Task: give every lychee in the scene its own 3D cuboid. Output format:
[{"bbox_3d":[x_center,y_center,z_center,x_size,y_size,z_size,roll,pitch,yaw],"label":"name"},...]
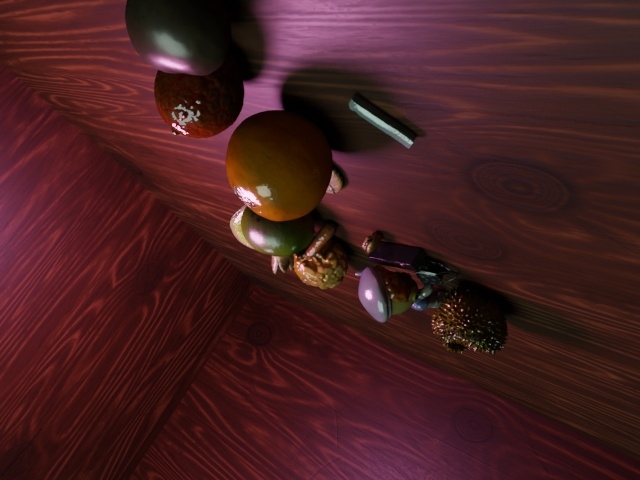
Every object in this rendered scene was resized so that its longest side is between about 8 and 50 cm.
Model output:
[{"bbox_3d":[-0.332,-0.394,1.352,0.300,0.255,0.255,-25,129,29],"label":"lychee"}]

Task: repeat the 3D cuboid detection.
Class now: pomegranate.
[{"bbox_3d":[-0.191,-0.020,2.037,0.310,0.216,0.358,17,120,35],"label":"pomegranate"}]

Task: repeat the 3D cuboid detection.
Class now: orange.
[{"bbox_3d":[-0.113,-0.210,1.398,0.312,0.312,0.312,30,163,10],"label":"orange"}]

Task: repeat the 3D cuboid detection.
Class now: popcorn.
[{"bbox_3d":[-0.004,0.111,2.231,0.265,0.225,0.332,25,162,23],"label":"popcorn"}]

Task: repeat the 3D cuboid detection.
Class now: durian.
[{"bbox_3d":[0.541,0.291,1.781,0.293,0.258,0.258,31,167,-30],"label":"durian"}]

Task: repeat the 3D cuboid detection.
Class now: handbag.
[{"bbox_3d":[0.422,0.115,1.775,0.139,0.072,0.115,1,148,37],"label":"handbag"}]

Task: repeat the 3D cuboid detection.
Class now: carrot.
[{"bbox_3d":[0.000,0.000,2.026,0.060,0.186,0.060,31,-155,-16],"label":"carrot"}]

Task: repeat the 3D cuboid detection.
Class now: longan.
[{"bbox_3d":[-0.315,-0.479,1.125,0.246,0.215,0.246,47,167,14],"label":"longan"}]

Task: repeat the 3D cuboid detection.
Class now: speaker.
[{"bbox_3d":[0.276,0.054,1.821,0.218,0.082,0.044,9,151,51],"label":"speaker"}]

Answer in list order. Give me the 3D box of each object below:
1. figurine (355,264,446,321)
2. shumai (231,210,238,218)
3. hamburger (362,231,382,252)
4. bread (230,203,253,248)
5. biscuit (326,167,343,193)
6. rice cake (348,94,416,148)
[{"bbox_3d":[0.318,0.221,1.889,0.382,0.204,0.224,15,-168,-20],"label":"figurine"},{"bbox_3d":[-0.311,-0.090,2.409,0.206,0.166,0.176,20,139,-32],"label":"shumai"},{"bbox_3d":[0.190,0.007,1.834,0.044,0.083,0.076,37,136,17],"label":"hamburger"},{"bbox_3d":[-0.269,-0.052,2.308,0.302,0.045,0.301,6,133,6],"label":"bread"},{"bbox_3d":[-0.017,-0.224,1.640,0.220,0.033,0.219,30,162,10],"label":"biscuit"},{"bbox_3d":[0.145,-0.280,1.185,0.180,0.030,0.042,33,158,-4],"label":"rice cake"}]
